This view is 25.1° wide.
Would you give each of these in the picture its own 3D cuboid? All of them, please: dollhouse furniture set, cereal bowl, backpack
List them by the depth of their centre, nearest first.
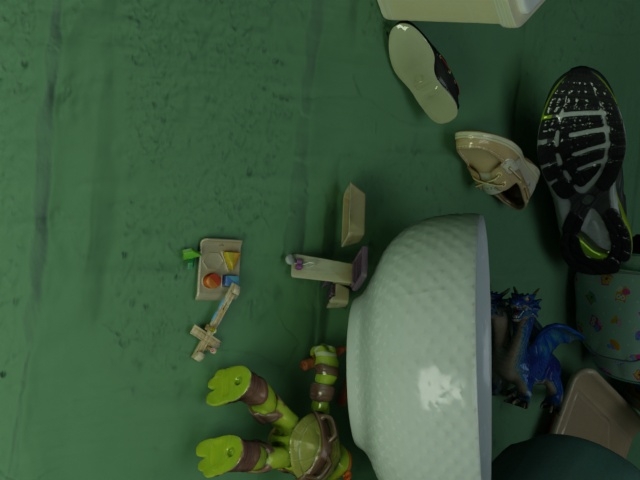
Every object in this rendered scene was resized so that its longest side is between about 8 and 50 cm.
[{"bbox_3d":[0.000,0.000,1.511,0.081,0.091,0.114,8,63,-11],"label":"dollhouse furniture set"},{"bbox_3d":[0.107,0.140,1.513,0.339,0.141,0.339,-2,90,-81],"label":"cereal bowl"},{"bbox_3d":[0.430,0.101,1.917,0.144,0.166,0.188,-25,112,-42],"label":"backpack"}]

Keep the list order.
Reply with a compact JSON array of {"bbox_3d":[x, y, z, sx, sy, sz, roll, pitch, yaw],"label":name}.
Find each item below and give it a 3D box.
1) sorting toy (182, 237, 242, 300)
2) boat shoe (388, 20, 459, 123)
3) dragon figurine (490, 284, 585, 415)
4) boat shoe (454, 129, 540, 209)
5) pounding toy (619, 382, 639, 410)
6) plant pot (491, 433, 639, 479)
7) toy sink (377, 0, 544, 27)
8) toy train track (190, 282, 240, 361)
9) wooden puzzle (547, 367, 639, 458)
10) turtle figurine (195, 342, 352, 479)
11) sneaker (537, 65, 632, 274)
[{"bbox_3d":[-0.105,0.028,1.387,0.083,0.012,0.062,3,95,-50],"label":"sorting toy"},{"bbox_3d":[0.113,-0.191,1.585,0.133,0.049,0.042,56,28,-32],"label":"boat shoe"},{"bbox_3d":[0.270,0.134,1.783,0.289,0.085,0.144,17,91,-52],"label":"dragon figurine"},{"bbox_3d":[0.210,-0.081,1.702,0.170,0.063,0.059,28,70,-49],"label":"boat shoe"},{"bbox_3d":[0.513,0.174,2.053,0.094,0.206,0.181,35,92,-11],"label":"pounding toy"},{"bbox_3d":[0.238,0.414,1.649,0.334,0.341,0.341,-41,127,-47],"label":"plant pot"},{"bbox_3d":[0.180,-0.312,1.489,0.153,0.234,0.131,-49,130,-34],"label":"toy sink"},{"bbox_3d":[-0.099,0.081,1.394,0.048,0.014,0.083,39,76,-51],"label":"toy train track"},{"bbox_3d":[0.349,0.314,1.964,0.221,0.044,0.238,41,71,-46],"label":"wooden puzzle"},{"bbox_3d":[-0.030,0.220,1.455,0.217,0.087,0.269,28,75,-49],"label":"turtle figurine"},{"bbox_3d":[0.331,-0.099,1.810,0.121,0.111,0.300,-83,166,-48],"label":"sneaker"}]
